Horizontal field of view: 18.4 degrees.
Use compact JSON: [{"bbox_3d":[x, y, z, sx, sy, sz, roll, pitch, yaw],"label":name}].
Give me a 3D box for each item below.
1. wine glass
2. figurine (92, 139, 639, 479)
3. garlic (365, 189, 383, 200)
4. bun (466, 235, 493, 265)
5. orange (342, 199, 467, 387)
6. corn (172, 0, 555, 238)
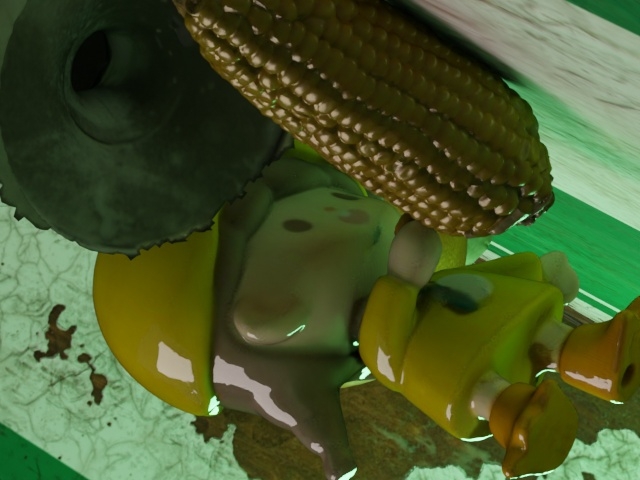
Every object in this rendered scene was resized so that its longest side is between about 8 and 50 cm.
[{"bbox_3d":[-0.181,-0.124,1.171,0.238,0.238,0.323,31,173,-40],"label":"wine glass"},{"bbox_3d":[0.020,0.042,1.199,0.344,0.187,0.215,19,-157,34],"label":"figurine"},{"bbox_3d":[-0.007,-0.044,1.384,0.131,0.194,0.127,24,-171,-13],"label":"garlic"},{"bbox_3d":[0.078,-0.021,1.805,0.173,0.113,0.166,33,177,-29],"label":"bun"},{"bbox_3d":[0.000,0.000,1.546,0.240,0.240,0.240,30,179,1],"label":"orange"},{"bbox_3d":[0.030,-0.079,1.070,0.262,0.097,0.097,31,178,-30],"label":"corn"}]
